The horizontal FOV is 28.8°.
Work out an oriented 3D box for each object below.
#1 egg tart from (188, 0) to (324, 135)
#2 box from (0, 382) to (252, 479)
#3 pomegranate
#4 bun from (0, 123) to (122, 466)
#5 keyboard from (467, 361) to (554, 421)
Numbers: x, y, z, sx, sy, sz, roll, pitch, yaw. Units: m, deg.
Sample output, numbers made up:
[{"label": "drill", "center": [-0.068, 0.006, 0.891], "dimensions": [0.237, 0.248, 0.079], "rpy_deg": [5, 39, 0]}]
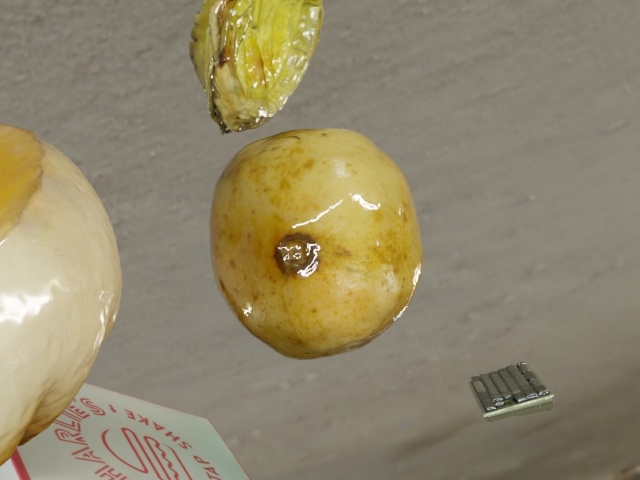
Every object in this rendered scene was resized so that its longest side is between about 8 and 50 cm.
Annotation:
[{"label": "egg tart", "center": [-0.077, -0.255, 1.446], "dimensions": [0.095, 0.279, 0.279], "rpy_deg": [19, 180, 17]}, {"label": "box", "center": [-0.245, 0.332, 1.222], "dimensions": [0.312, 0.314, 0.300], "rpy_deg": [23, 102, -35]}, {"label": "pomegranate", "center": [0.000, 0.000, 0.984], "dimensions": [0.196, 0.196, 0.196], "rpy_deg": [-21, 162, -7]}, {"label": "bun", "center": [-0.248, 0.067, 0.725], "dimensions": [0.299, 0.299, 0.165], "rpy_deg": [-23, 120, 0]}, {"label": "keyboard", "center": [0.131, 0.104, 0.874], "dimensions": [0.049, 0.015, 0.129], "rpy_deg": [-12, -177, 3]}]
